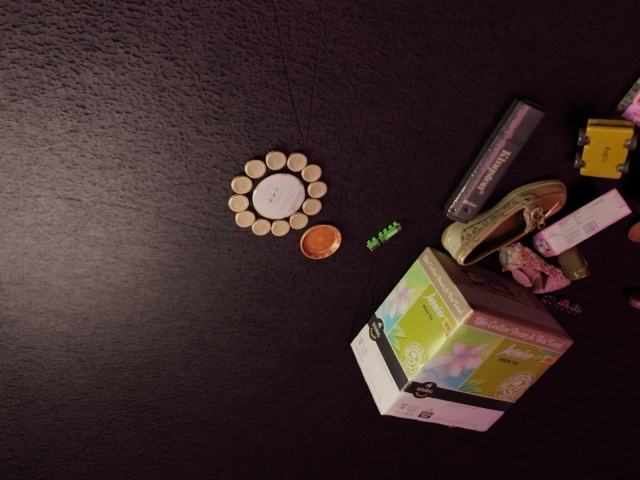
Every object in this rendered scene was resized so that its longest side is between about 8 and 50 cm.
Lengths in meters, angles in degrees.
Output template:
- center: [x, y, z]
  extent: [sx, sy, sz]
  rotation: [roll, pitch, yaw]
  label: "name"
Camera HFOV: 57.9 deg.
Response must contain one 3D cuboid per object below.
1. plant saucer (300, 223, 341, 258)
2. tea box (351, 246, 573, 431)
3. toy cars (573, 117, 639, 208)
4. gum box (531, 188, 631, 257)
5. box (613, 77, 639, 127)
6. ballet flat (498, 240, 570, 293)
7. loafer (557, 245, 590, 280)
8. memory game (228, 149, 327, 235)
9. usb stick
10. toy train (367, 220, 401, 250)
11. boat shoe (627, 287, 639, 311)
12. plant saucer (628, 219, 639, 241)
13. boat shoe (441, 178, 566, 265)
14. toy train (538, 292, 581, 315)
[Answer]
- center: [0.000, 0.000, 1.158]
  extent: [0.084, 0.013, 0.083]
  rotation: [-10, 129, -13]
  label: "plant saucer"
- center: [0.311, 0.232, 1.313]
  extent: [0.329, 0.220, 0.323]
  rotation: [18, 118, -30]
  label: "tea box"
- center: [0.658, -0.161, 1.194]
  extent: [0.394, 0.176, 0.087]
  rotation: [25, 72, -24]
  label: "toy cars"
- center: [0.563, -0.031, 1.268]
  extent: [0.189, 0.062, 0.107]
  rotation: [-31, 170, 4]
  label: "gum box"
- center: [0.711, -0.254, 1.159]
  extent: [0.207, 0.036, 0.114]
  rotation: [26, 116, -12]
  label: "box"
- center: [0.494, 0.079, 1.345]
  extent: [0.241, 0.077, 0.091]
  rotation: [26, 153, -28]
  label: "ballet flat"
- center: [0.567, 0.042, 1.319]
  extent: [0.056, 0.148, 0.050]
  rotation: [-25, 109, 13]
  label: "loafer"
- center: [-0.077, -0.084, 1.067]
  extent: [0.186, 0.012, 0.186]
  rotation: [-10, 128, -13]
  label: "memory game"
- center: [0.340, -0.154, 1.141]
  extent: [0.077, 0.045, 0.277]
  rotation: [13, 121, -28]
  label: "usb stick"
- center: [0.132, -0.009, 1.192]
  extent: [0.083, 0.023, 0.017]
  rotation: [-36, 129, 10]
  label: "toy train"
- center: [0.903, 0.177, 1.587]
  extent: [0.190, 0.068, 0.072]
  rotation: [7, 135, -24]
  label: "boat shoe"
- center: [0.789, -0.029, 1.405]
  extent: [0.084, 0.015, 0.083]
  rotation: [-1, 137, -1]
  label: "plant saucer"
- center: [0.403, -0.032, 1.227]
  extent: [0.285, 0.089, 0.104]
  rotation: [-29, 129, 2]
  label: "boat shoe"
- center: [0.623, 0.161, 1.498]
  extent: [0.158, 0.027, 0.036]
  rotation: [21, 106, -31]
  label: "toy train"
